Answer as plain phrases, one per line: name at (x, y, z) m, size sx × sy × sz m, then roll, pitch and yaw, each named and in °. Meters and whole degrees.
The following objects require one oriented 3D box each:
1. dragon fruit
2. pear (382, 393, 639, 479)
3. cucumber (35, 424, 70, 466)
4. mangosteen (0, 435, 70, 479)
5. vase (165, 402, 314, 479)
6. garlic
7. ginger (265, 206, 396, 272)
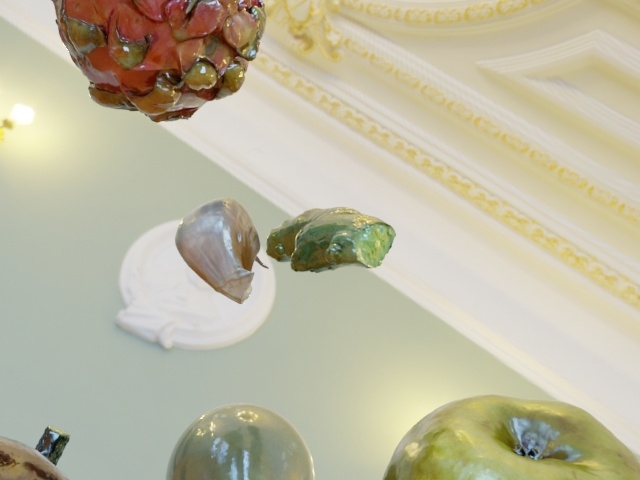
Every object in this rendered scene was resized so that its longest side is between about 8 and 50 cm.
dragon fruit at (-0.214, -0.294, 0.984) m, size 0.263 × 0.314 × 0.296 m, roll 37°, pitch -48°, yaw 41°
pear at (0.198, 0.321, 0.735) m, size 0.304 × 0.304 × 0.304 m, roll 24°, pitch -43°, yaw 25°
cucumber at (-0.461, 0.412, 1.060) m, size 0.043 × 0.257 × 0.044 m, roll 26°, pitch -10°, yaw -12°
mangosteen at (-0.302, 0.277, 0.543) m, size 0.228 × 0.228 × 0.265 m, roll 55°, pitch 1°, yaw -11°
vase at (-0.100, 0.441, 1.087) m, size 0.329 × 0.241 × 0.302 m, roll 58°, pitch 1°, yaw -18°
garlic at (-0.120, 0.007, 0.901) m, size 0.128 × 0.090 × 0.198 m, roll 54°, pitch 4°, yaw -5°
ginger at (0.002, -0.001, 1.046) m, size 0.089 × 0.137 × 0.290 m, roll 50°, pitch -10°, yaw -21°
